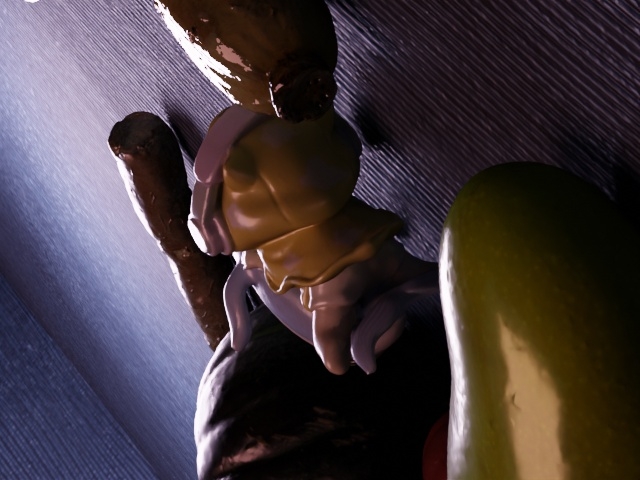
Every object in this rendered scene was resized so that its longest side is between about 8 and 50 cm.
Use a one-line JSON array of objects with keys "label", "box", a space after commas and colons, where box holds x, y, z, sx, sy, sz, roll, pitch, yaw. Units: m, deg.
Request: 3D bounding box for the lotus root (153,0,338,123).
[{"label": "lotus root", "box": [-0.041, -0.127, 1.088, 0.183, 0.077, 0.090, 49, 172, 39]}]

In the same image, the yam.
[{"label": "yam", "box": [-0.115, -0.002, 1.692, 0.061, 0.061, 0.253, 41, 160, 49]}]

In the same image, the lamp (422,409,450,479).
[{"label": "lamp", "box": [0.108, 0.144, 1.181, 0.101, 0.090, 0.101, 35, -155, -19]}]

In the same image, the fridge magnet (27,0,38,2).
[{"label": "fridge magnet", "box": [-0.286, -0.296, 1.480, 0.265, 0.112, 0.265, 50, 163, 21]}]

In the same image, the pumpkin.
[{"label": "pumpkin", "box": [0.007, 0.156, 1.313, 0.250, 0.216, 0.250, -14, -90, -74]}]

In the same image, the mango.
[{"label": "mango", "box": [0.128, 0.101, 0.922, 0.175, 0.143, 0.293, -135, 27, -61]}]

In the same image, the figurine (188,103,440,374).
[{"label": "figurine", "box": [0.000, 0.000, 1.165, 0.208, 0.128, 0.184, 31, 150, 44]}]
